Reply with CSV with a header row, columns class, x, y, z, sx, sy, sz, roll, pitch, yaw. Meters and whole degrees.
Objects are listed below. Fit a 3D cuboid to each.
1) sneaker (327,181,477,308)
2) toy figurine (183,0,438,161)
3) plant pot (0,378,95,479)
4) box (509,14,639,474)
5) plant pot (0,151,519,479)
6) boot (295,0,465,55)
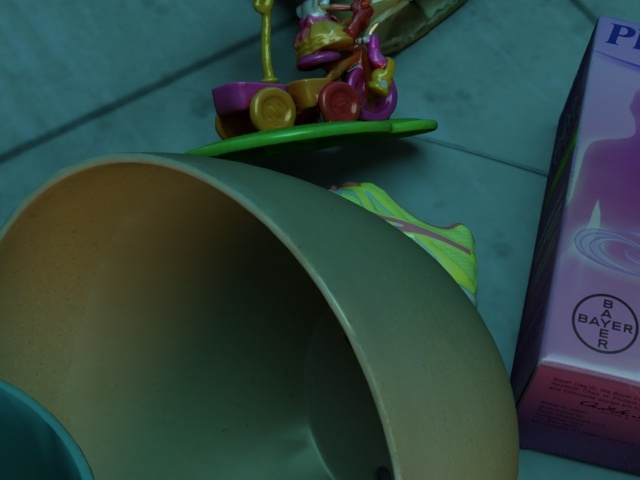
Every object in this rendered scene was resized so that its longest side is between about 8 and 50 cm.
class,x,y,z,sx,sy,sz,roll,pitch,yaw
sneaker,0.000,0.000,0.726,0.208,0.081,0.094,21,53,1
toy figurine,-0.013,-0.136,0.740,0.173,0.130,0.159,-9,91,-31
plant pot,-0.203,0.225,0.453,0.293,0.235,0.293,-5,32,3
box,0.238,0.015,0.702,0.213,0.117,0.243,14,60,5
plant pot,-0.015,0.094,0.579,0.191,0.284,0.284,-9,54,-48
boot,-0.056,-0.219,0.838,0.236,0.089,0.269,-39,70,-22
